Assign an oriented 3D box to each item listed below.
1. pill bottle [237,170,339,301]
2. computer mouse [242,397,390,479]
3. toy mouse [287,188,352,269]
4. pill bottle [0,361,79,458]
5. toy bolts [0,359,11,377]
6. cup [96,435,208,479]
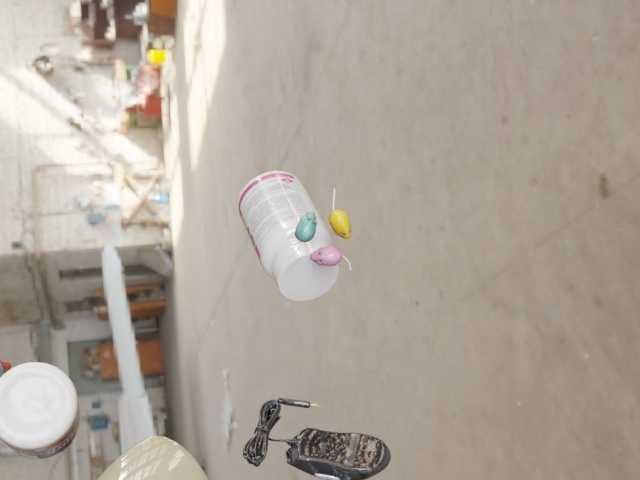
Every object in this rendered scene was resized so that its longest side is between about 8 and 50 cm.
[{"bbox_3d":[-0.069,-0.010,1.941,0.283,0.161,0.160,-118,27,-46],"label":"pill bottle"},{"bbox_3d":[-0.001,0.369,1.651,0.184,0.262,0.060,-77,-10,-60],"label":"computer mouse"},{"bbox_3d":[0.000,0.000,1.758,0.161,0.143,0.031,66,170,-8],"label":"toy mouse"},{"bbox_3d":[-0.554,0.341,1.767,0.278,0.162,0.162,123,141,-68],"label":"pill bottle"},{"bbox_3d":[-0.874,0.400,2.275,0.228,0.218,0.158,-50,13,3],"label":"toy bolts"},{"bbox_3d":[-0.438,0.663,2.134,0.331,0.237,0.330,11,108,37],"label":"cup"}]
